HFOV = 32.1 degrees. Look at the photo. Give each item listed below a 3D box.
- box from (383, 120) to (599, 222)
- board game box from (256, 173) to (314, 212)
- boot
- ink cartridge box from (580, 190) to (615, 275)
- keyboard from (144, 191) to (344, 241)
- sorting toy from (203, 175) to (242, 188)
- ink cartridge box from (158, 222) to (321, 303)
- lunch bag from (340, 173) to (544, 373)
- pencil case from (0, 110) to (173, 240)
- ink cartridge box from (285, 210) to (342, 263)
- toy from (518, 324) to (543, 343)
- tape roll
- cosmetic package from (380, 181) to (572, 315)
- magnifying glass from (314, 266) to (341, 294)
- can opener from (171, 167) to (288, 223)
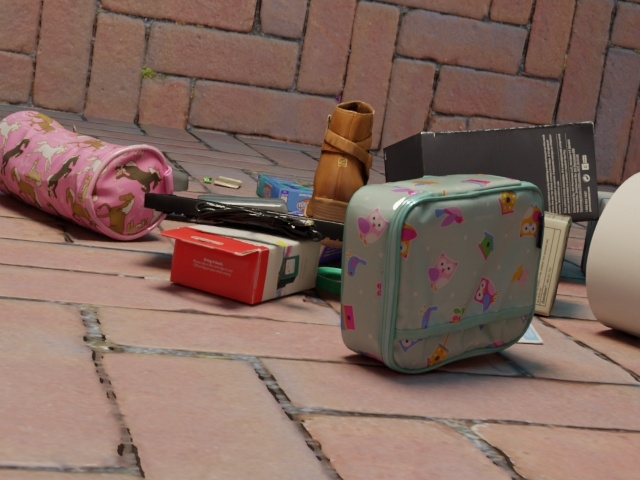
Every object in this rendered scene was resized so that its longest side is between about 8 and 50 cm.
[{"bbox_3d":[0.303,-0.108,2.066,0.313,0.179,0.343,-3,0,-7],"label":"box"},{"bbox_3d":[-0.038,-0.096,2.375,0.160,0.047,0.210,6,11,-16],"label":"board game box"},{"bbox_3d":[0.032,-0.122,1.825,0.109,0.220,0.283,10,12,5],"label":"boot"},{"bbox_3d":[0.542,0.002,2.033,0.092,0.158,0.218,8,10,7],"label":"ink cartridge box"},{"bbox_3d":[-0.088,-0.029,1.539,0.317,0.033,0.201,9,2,7],"label":"keyboard"},{"bbox_3d":[-0.221,-0.132,2.510,0.083,0.012,0.062,13,15,2],"label":"sorting toy"},{"bbox_3d":[-0.110,0.028,1.517,0.134,0.078,0.231,13,10,25],"label":"ink cartridge box"},{"bbox_3d":[0.152,0.038,1.313,0.279,0.224,0.108,-7,14,-41],"label":"lunch bag"},{"bbox_3d":[-0.399,-0.111,1.822,0.386,0.167,0.160,20,-18,47],"label":"pencil case"},{"bbox_3d":[0.000,0.000,1.871,0.208,0.045,0.206,14,12,24],"label":"ink cartridge box"},{"bbox_3d":[0.177,0.073,1.489,0.237,0.056,0.137,3,34,-21],"label":"toy"},{"bbox_3d":[0.520,0.034,1.595,0.246,0.246,0.169,0,15,-44],"label":"tape roll"},{"bbox_3d":[0.231,0.008,1.744,0.296,0.153,0.129,13,9,14],"label":"cosmetic package"},{"bbox_3d":[0.087,0.076,1.583,0.231,0.026,0.092,19,13,34],"label":"magnifying glass"},{"bbox_3d":[-0.198,-0.079,1.986,0.283,0.095,0.076,2,11,-6],"label":"can opener"}]
